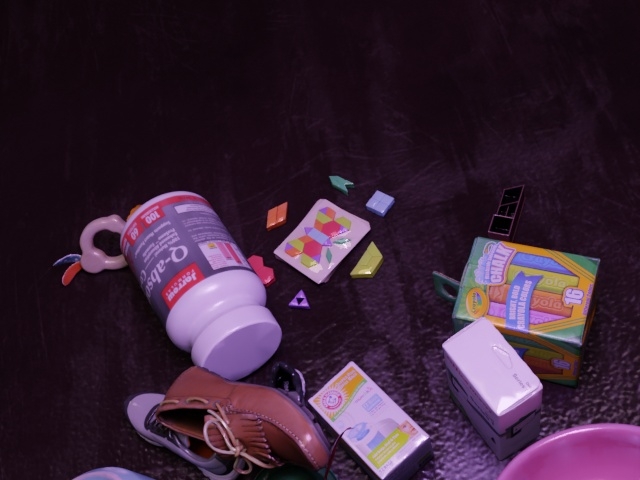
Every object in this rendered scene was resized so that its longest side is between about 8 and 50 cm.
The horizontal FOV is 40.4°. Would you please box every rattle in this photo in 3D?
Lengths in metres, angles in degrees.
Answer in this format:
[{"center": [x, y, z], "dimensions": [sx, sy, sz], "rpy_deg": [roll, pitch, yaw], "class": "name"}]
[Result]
[{"center": [-0.486, 0.002, 1.922], "dimensions": [0.200, 0.130, 0.143], "rpy_deg": [-36, 41, 21], "class": "rattle"}]

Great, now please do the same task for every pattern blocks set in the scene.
[{"center": [0.000, 0.000, 1.829], "dimensions": [0.285, 0.026, 0.325], "rpy_deg": [18, 63, 23], "class": "pattern blocks set"}]

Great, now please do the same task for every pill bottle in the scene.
[{"center": [-0.235, 0.089, 1.716], "dimensions": [0.210, 0.210, 0.363], "rpy_deg": [-32, 56, -8], "class": "pill bottle"}]

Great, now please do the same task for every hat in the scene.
[{"center": [-0.031, 0.428, 1.427], "dimensions": [0.173, 0.183, 0.208], "rpy_deg": [-5, 75, -10], "class": "hat"}]

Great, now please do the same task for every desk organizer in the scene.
[{"center": [0.376, -0.052, 1.757], "dimensions": [0.047, 0.050, 0.130], "rpy_deg": [12, 61, 20], "class": "desk organizer"}]

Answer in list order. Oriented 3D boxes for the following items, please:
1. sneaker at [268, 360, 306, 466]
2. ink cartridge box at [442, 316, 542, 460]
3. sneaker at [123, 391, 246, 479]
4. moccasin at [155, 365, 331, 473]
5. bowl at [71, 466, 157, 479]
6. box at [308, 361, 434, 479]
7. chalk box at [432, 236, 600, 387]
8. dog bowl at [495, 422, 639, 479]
[{"center": [-0.060, 0.323, 1.585], "dimensions": [0.078, 0.106, 0.234], "rpy_deg": [-14, 56, 6], "class": "sneaker"}, {"center": [0.292, 0.254, 1.476], "dimensions": [0.092, 0.219, 0.160], "rpy_deg": [-32, 56, -8], "class": "ink cartridge box"}, {"center": [-0.260, 0.348, 1.618], "dimensions": [0.271, 0.108, 0.100], "rpy_deg": [22, 67, 27], "class": "sneaker"}, {"center": [-0.137, 0.307, 1.433], "dimensions": [0.380, 0.139, 0.147], "rpy_deg": [13, 46, 40], "class": "moccasin"}, {"center": [-0.365, 0.508, 1.457], "dimensions": [0.311, 0.163, 0.311], "rpy_deg": [-16, 40, 14], "class": "bowl"}, {"center": [0.089, 0.333, 1.545], "dimensions": [0.114, 0.103, 0.203], "rpy_deg": [-39, 57, -13], "class": "box"}, {"center": [0.340, 0.122, 1.577], "dimensions": [0.289, 0.180, 0.179], "rpy_deg": [10, 60, 21], "class": "chalk box"}, {"center": [0.422, 0.439, 1.273], "dimensions": [0.408, 0.150, 0.408], "rpy_deg": [-17, 30, 10], "class": "dog bowl"}]
